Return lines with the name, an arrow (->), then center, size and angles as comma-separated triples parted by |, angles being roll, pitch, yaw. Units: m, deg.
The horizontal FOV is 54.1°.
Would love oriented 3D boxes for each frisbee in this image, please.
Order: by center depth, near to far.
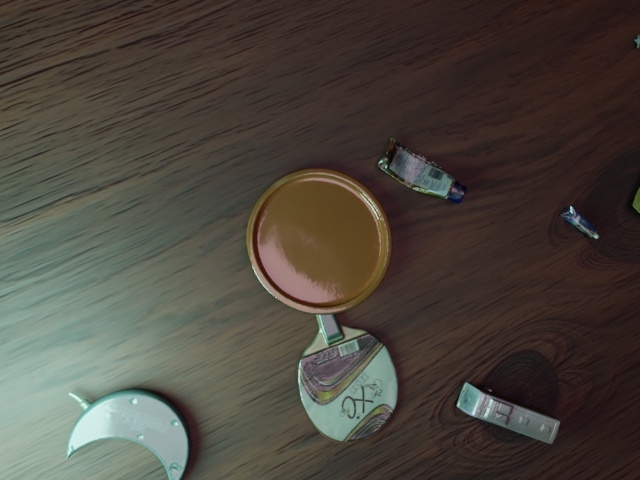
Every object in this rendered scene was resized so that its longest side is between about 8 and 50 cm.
frisbee -> 0.000, 0.000, 1.054 | 0.250, 0.021, 0.251 | 3, 78, -12

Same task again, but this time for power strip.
power strip -> -0.302, 0.300, 0.988 | 0.215, 0.044, 0.137 | 24, 83, -10

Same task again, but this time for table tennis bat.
table tennis bat -> 0.034, 0.198, 1.071 | 0.173, 0.022, 0.301 | -18, 93, -13

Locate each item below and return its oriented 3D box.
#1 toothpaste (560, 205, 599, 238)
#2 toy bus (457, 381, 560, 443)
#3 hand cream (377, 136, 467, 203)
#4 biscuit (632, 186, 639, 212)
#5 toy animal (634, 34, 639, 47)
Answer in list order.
toothpaste -> 0.486, -0.031, 1.169 | 0.083, 0.019, 0.027 | 39, 105, -7
toy bus -> 0.329, 0.302, 1.099 | 0.171, 0.072, 0.058 | 21, 88, -9
hand cream -> 0.182, -0.117, 1.106 | 0.163, 0.039, 0.062 | 29, 85, -3
biscuit -> 0.699, -0.095, 1.203 | 0.238, 0.041, 0.213 | -15, 97, -11
toy animal -> 0.635, -0.353, 1.201 | 0.074, 0.041, 0.217 | 23, 88, -11
